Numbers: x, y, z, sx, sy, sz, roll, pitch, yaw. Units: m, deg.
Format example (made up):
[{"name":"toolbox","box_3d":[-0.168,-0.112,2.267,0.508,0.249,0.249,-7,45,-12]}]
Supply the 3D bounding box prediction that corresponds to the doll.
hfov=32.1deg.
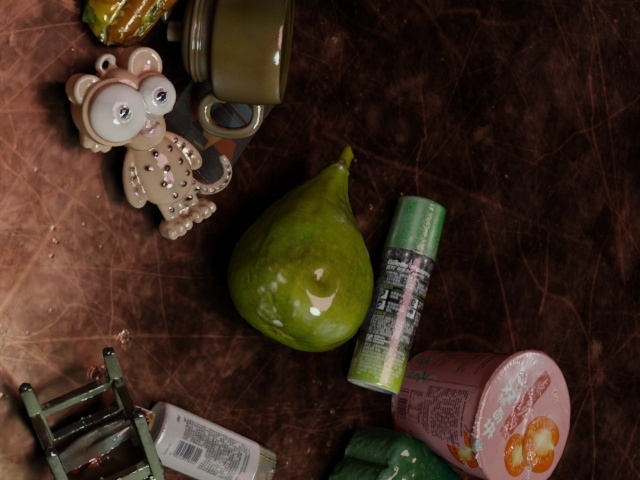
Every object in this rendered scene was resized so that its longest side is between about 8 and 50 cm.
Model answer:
[{"name":"doll","box_3d":[-0.235,-0.135,1.540,0.154,0.119,0.278,-45,122,-17]}]

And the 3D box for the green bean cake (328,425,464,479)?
[{"name":"green bean cake","box_3d":[0.118,0.501,1.844,0.308,0.169,0.300,46,61,-32]}]

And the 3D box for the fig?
[{"name":"fig","box_3d":[0.002,0.030,1.686,0.314,0.233,0.233,-43,118,-37]}]

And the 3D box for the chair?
[{"name":"chair","box_3d":[-0.288,0.296,1.485,0.136,0.147,0.270,-24,133,-15]}]

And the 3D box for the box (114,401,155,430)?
[{"name":"box","box_3d":[-0.289,0.331,1.560,0.050,0.041,0.207,27,75,-41]}]

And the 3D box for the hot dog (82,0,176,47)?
[{"name":"hot dog","box_3d":[-0.225,-0.383,1.531,0.115,0.072,0.269,27,95,-41]}]

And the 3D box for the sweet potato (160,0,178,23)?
[{"name":"sweet potato","box_3d":[-0.214,-0.387,1.596,0.038,0.041,0.153,2,98,-18]}]

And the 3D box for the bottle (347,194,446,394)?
[{"name":"bottle","box_3d":[0.132,0.090,1.884,0.093,0.093,0.330,26,75,-39]}]

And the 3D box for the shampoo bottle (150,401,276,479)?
[{"name":"shampoo bottle","box_3d":[-0.165,0.316,1.658,0.227,0.056,0.086,32,72,-37]}]

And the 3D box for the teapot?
[{"name":"teapot","box_3d":[-0.133,-0.279,1.597,0.185,0.175,0.268,-65,162,-76]}]

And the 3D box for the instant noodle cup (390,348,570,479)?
[{"name":"instant noodle cup","box_3d":[0.266,0.297,1.919,0.243,0.231,0.243,-2,92,-40]}]

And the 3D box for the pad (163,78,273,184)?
[{"name":"pad","box_3d":[-0.147,-0.200,1.687,0.143,0.003,0.211,46,63,-32]}]
